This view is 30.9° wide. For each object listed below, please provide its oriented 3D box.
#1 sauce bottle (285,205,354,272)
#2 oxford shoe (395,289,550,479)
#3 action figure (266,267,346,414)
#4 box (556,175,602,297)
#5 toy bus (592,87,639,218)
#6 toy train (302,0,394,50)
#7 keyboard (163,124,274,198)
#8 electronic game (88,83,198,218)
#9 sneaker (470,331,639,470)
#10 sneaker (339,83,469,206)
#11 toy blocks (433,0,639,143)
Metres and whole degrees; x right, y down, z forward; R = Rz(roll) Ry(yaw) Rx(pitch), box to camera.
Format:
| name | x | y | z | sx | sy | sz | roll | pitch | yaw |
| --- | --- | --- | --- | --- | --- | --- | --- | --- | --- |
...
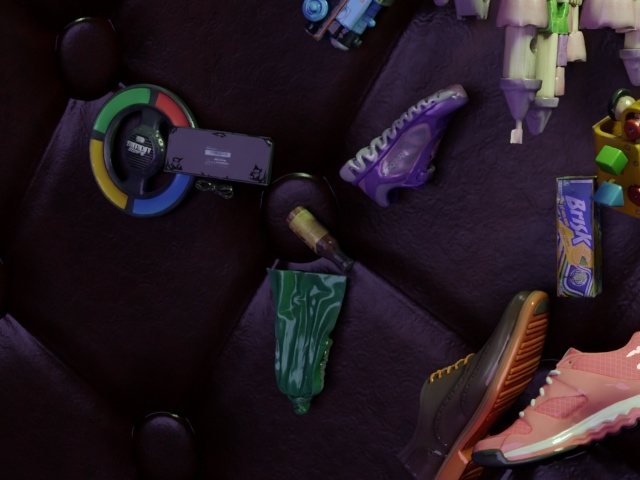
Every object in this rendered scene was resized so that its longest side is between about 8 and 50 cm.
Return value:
| name | x | y | z | sx | sy | sz | roll | pitch | yaw |
| --- | --- | --- | --- | --- | --- | --- | --- | --- | --- |
| sauce bottle | 0.000 | 0.000 | 1.834 | 0.128 | 0.042 | 0.042 | 45 | 112 | 19 |
| oxford shoe | 0.216 | 0.216 | 1.698 | 0.132 | 0.130 | 0.364 | 34 | 109 | 27 |
| action figure | -0.026 | 0.164 | 1.851 | 0.137 | 0.063 | 0.232 | 6 | 94 | 25 |
| box | 0.366 | -0.006 | 1.635 | 0.054 | 0.059 | 0.169 | 0 | 95 | 25 |
| toy bus | 0.414 | -0.134 | 1.534 | 0.104 | 0.191 | 0.202 | 26 | 93 | 45 |
| toy train | 0.052 | -0.371 | 1.754 | 0.105 | 0.080 | 0.184 | 43 | 112 | 11 |
| keyboard | -0.168 | -0.125 | 1.897 | 0.180 | 0.023 | 0.108 | 8 | 92 | 11 |
| electronic game | -0.300 | -0.152 | 1.971 | 0.229 | 0.048 | 0.229 | 3 | 96 | 27 |
| sneaker | 0.350 | 0.227 | 1.628 | 0.313 | 0.116 | 0.136 | -22 | 71 | 7 |
| sneaker | 0.142 | -0.135 | 1.727 | 0.236 | 0.095 | 0.105 | -41 | 83 | 29 |
| toy blocks | 0.280 | -0.267 | 1.533 | 0.308 | 0.288 | 0.260 | 5 | 101 | 26 |
